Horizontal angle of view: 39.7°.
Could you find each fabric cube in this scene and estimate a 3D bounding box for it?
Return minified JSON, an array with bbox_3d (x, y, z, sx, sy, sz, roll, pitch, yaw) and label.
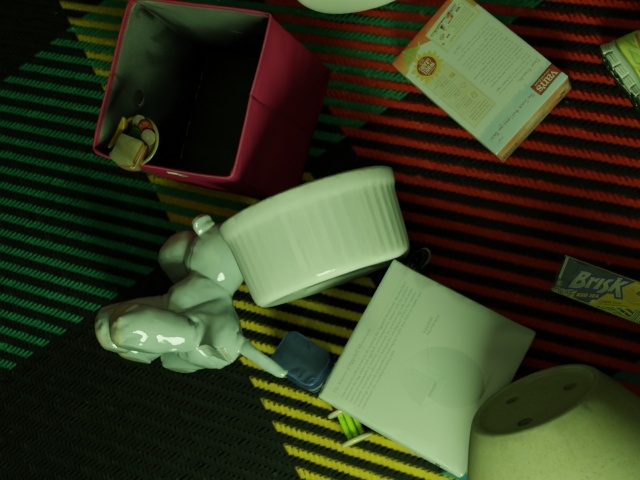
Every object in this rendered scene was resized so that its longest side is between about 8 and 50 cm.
[{"bbox_3d":[-0.166,-0.214,1.423,0.254,0.258,0.259,12,87,21],"label":"fabric cube"}]

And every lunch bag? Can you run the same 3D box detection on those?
[{"bbox_3d":[-0.031,0.194,1.416,0.098,0.065,0.067,32,74,19],"label":"lunch bag"}]

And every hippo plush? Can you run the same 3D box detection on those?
[{"bbox_3d":[-0.211,0.075,1.406,0.294,0.234,0.236,-8,65,47],"label":"hippo plush"}]

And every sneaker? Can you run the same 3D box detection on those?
[{"bbox_3d":[0.141,0.046,1.389,0.031,0.035,0.083,31,94,22],"label":"sneaker"},{"bbox_3d":[0.490,-0.221,1.270,0.094,0.081,0.208,-32,72,12],"label":"sneaker"}]

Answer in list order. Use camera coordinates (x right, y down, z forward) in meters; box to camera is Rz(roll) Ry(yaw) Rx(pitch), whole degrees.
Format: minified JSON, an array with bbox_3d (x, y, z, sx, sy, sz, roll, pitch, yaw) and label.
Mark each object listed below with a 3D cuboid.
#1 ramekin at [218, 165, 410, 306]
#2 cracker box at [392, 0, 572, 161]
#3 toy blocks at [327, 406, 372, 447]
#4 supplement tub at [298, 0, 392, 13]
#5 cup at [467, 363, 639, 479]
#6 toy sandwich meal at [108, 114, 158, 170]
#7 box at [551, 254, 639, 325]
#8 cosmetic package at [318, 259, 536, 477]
[{"bbox_3d":[0.000,0.000,1.328,0.277,0.277,0.135,-22,84,17],"label":"ramekin"},{"bbox_3d":[0.248,-0.255,1.374,0.155,0.067,0.232,-48,69,9],"label":"cracker box"},{"bbox_3d":[0.058,0.231,1.384,0.123,0.054,0.148,-28,74,15],"label":"toy blocks"},{"bbox_3d":[0.034,-0.558,1.405,0.241,0.241,0.331,-17,77,18],"label":"supplement tub"},{"bbox_3d":[0.314,0.295,1.097,0.331,0.331,0.237,-25,96,16],"label":"cup"},{"bbox_3d":[-0.276,-0.145,1.300,0.086,0.029,0.085,-3,82,20],"label":"toy sandwich meal"},{"bbox_3d":[0.422,0.078,1.268,0.169,0.054,0.059,22,90,23],"label":"box"},{"bbox_3d":[0.153,0.186,1.276,0.225,0.138,0.224,28,80,13],"label":"cosmetic package"}]
